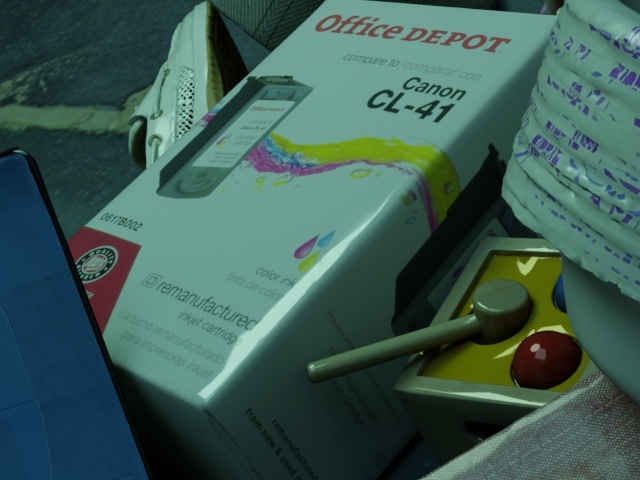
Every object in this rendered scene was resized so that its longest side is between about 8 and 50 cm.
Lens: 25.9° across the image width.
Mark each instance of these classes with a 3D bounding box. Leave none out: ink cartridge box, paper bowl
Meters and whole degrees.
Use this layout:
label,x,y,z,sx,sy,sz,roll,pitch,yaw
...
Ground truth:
label,x,y,z,sx,sy,sz,roll,pitch,yaw
ink cartridge box,0.000,0.000,0.827,0.306,0.131,0.226,-48,36,-20
paper bowl,0.213,0.004,0.561,0.284,0.284,0.148,46,124,56

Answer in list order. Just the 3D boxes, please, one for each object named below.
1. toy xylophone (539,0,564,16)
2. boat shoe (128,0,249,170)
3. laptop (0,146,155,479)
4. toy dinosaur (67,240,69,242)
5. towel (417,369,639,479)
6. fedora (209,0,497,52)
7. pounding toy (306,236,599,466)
label,x,y,z,sx,sy,sz,roll,pitch,yaw
toy xylophone,0.275,-0.192,0.898,0.323,0.081,0.236,2,46,40
boat shoe,-0.103,-0.087,1.051,0.096,0.098,0.277,-22,36,13
laptop,-0.271,0.221,0.661,0.382,0.236,0.408,-21,35,18
toy dinosaur,-0.224,0.070,1.003,0.183,0.053,0.092,-44,19,-31
towel,0.108,0.212,0.498,0.237,0.037,0.329,-31,47,-1
fedora,0.006,-0.203,1.056,0.124,0.244,0.275,-55,5,26
pounding toy,0.095,0.058,0.700,0.141,0.100,0.130,3,46,40
